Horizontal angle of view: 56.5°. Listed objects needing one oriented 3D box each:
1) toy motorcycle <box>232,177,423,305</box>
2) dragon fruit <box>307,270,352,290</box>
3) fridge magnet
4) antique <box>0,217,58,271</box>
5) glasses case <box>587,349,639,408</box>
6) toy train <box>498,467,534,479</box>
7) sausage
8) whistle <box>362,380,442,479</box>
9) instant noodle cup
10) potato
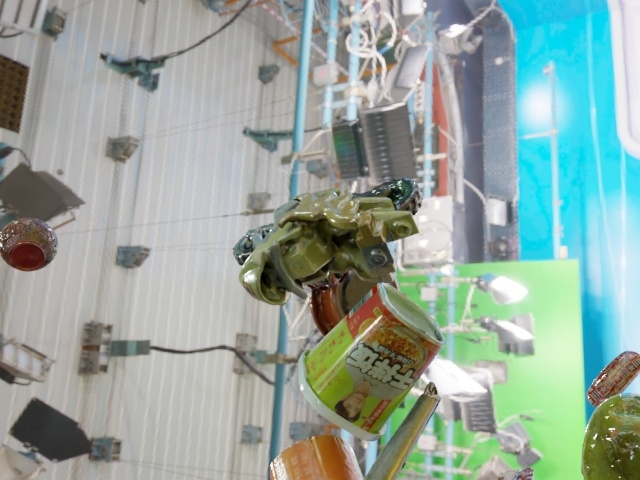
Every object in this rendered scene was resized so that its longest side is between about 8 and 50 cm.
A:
[{"bbox_3d":[0.000,0.000,1.145,0.169,0.409,0.237,58,-156,-32],"label":"toy motorcycle"},{"bbox_3d":[0.001,0.031,1.811,0.244,0.244,0.299,53,-175,-41],"label":"dragon fruit"},{"bbox_3d":[0.128,0.195,2.012,0.363,0.155,0.364,5,-100,-28],"label":"fridge magnet"},{"bbox_3d":[-0.525,0.007,1.071,0.104,0.104,0.104,10,-102,-57],"label":"antique"},{"bbox_3d":[0.806,0.377,1.631,0.194,0.073,0.049,-44,-46,-8],"label":"glasses case"},{"bbox_3d":[0.440,0.549,1.331,0.138,0.087,0.050,12,-120,-66],"label":"toy train"},{"bbox_3d":[0.016,0.661,1.444,0.233,0.233,0.287,55,-173,-39],"label":"sausage"},{"bbox_3d":[0.208,0.481,1.451,0.326,0.057,0.068,-47,-51,-33],"label":"whistle"},{"bbox_3d":[0.135,0.288,1.499,0.308,0.294,0.293,-52,-31,14],"label":"instant noodle cup"},{"bbox_3d":[0.529,0.381,0.980,0.148,0.186,0.254,3,-112,-78],"label":"potato"}]
